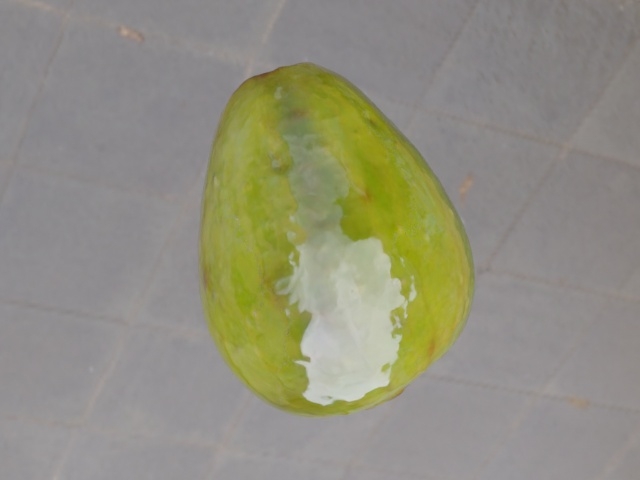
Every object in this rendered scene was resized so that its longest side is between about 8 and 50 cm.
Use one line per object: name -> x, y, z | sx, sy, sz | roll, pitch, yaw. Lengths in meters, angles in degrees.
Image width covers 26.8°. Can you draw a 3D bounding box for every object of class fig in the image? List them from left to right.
fig -> 0.000, 0.000, 1.232 | 0.258, 0.258, 0.326 | -17, 103, 2
